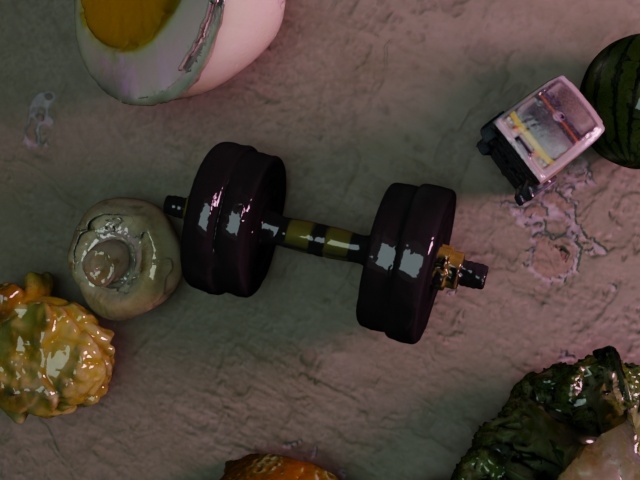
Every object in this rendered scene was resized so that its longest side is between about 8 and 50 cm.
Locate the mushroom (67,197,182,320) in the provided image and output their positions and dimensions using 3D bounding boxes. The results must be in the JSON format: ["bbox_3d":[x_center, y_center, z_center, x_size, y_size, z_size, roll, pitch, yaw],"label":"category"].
[{"bbox_3d":[-0.246,0.022,1.240,0.154,0.122,0.154,1,93,19],"label":"mushroom"}]

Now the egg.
[{"bbox_3d":[-0.163,-0.288,1.196,0.286,0.174,0.264,13,98,38],"label":"egg"}]

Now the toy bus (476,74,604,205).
[{"bbox_3d":[0.231,-0.103,1.057,0.106,0.268,0.092,-37,84,6],"label":"toy bus"}]

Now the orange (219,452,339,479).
[{"bbox_3d":[-0.073,0.427,1.199,0.335,0.196,0.262,-41,97,3],"label":"orange"}]

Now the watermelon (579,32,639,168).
[{"bbox_3d":[0.360,-0.171,1.097,0.141,0.140,0.187,14,76,12],"label":"watermelon"}]

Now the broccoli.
[{"bbox_3d":[0.294,0.277,1.051,0.304,0.283,0.321,38,81,19],"label":"broccoli"}]

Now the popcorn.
[{"bbox_3d":[-0.350,0.126,1.249,0.168,0.173,0.195,-20,82,25],"label":"popcorn"}]

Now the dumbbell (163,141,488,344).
[{"bbox_3d":[0.000,0.000,1.155,0.389,0.185,0.185,13,94,12],"label":"dumbbell"}]
